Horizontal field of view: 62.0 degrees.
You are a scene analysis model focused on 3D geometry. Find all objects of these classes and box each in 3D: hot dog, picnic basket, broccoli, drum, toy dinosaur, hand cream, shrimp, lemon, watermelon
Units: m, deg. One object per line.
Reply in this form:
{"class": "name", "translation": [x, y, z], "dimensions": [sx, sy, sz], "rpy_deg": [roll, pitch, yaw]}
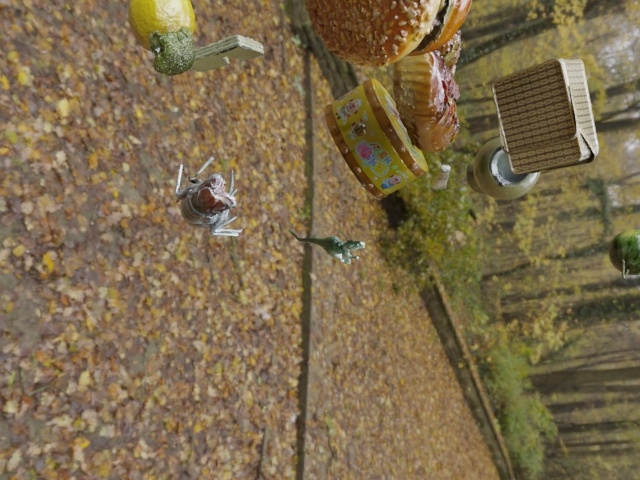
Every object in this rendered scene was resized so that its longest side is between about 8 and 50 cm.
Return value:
{"class": "hot dog", "translation": [0.322, -0.493, 1.580], "dimensions": [0.365, 0.196, 0.366], "rpy_deg": [31, 61, -64]}
{"class": "picnic basket", "translation": [0.667, -0.359, 1.584], "dimensions": [0.175, 0.228, 0.312], "rpy_deg": [-19, 98, -43]}
{"class": "broccoli", "translation": [-0.371, -0.471, 1.326], "dimensions": [0.120, 0.131, 0.130], "rpy_deg": [40, -17, 2]}
{"class": "drum", "translation": [0.211, -0.378, 1.993], "dimensions": [0.431, 0.214, 0.431], "rpy_deg": [50, 22, -29]}
{"class": "toy dinosaur", "translation": [0.030, 0.026, 1.761], "dimensions": [0.129, 0.383, 0.076], "rpy_deg": [41, 66, -31]}
{"class": "hand cream", "translation": [0.484, -0.247, 2.125], "dimensions": [0.143, 0.061, 0.039], "rpy_deg": [91, -6, -59]}
{"class": "shrimp", "translation": [-0.271, -0.093, 1.278], "dimensions": [0.221, 0.166, 0.410], "rpy_deg": [56, 2, -8]}
{"class": "lemon", "translation": [-0.474, -0.666, 1.594], "dimensions": [0.192, 0.193, 0.230], "rpy_deg": [6, 79, -71]}
{"class": "watermelon", "translation": [0.983, 0.052, 1.686], "dimensions": [0.187, 0.141, 0.140], "rpy_deg": [-52, 138, -20]}

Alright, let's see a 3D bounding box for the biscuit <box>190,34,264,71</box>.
{"class": "biscuit", "translation": [-0.307, -0.569, 1.635], "dimensions": [0.147, 0.250, 0.046], "rpy_deg": [-19, 101, -62]}

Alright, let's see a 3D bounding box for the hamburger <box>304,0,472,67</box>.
{"class": "hamburger", "translation": [0.134, -0.528, 1.092], "dimensions": [0.250, 0.330, 0.329], "rpy_deg": [-29, 110, -34]}

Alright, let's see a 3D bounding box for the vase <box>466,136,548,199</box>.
{"class": "vase", "translation": [0.753, -0.276, 2.069], "dimensions": [0.302, 0.330, 0.240], "rpy_deg": [3, 83, -82]}
